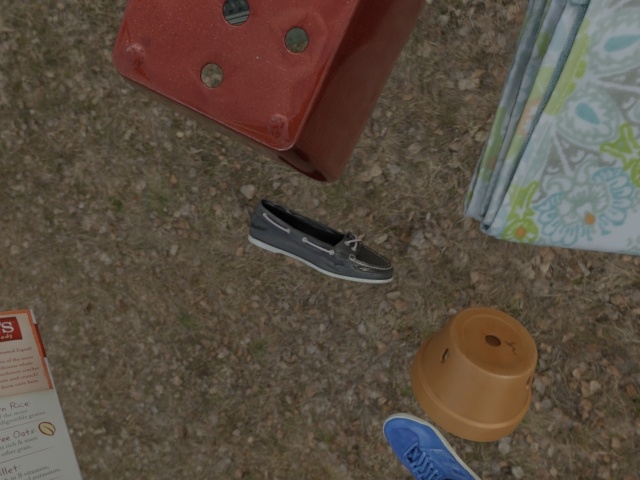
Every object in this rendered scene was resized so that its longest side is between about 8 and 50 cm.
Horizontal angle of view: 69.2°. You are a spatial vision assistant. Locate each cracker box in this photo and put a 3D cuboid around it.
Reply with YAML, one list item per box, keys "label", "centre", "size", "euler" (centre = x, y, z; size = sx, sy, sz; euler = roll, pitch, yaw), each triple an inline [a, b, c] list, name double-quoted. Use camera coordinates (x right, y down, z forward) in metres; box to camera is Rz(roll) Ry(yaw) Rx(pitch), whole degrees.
- label: "cracker box"
  centre: [-0.197, 0.180, 0.275]
  size: [0.155, 0.067, 0.232]
  euler: [-51, 60, 29]

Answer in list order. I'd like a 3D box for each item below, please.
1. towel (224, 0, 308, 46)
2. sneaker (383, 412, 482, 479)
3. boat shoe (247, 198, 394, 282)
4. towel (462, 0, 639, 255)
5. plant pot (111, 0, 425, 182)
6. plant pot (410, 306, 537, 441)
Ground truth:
- label: "towel"
  centre: [-0.060, -0.437, 0.678]
  size: [0.324, 0.312, 0.056]
  euler: [-8, 57, 15]
- label: "sneaker"
  centre: [0.131, 0.273, 0.543]
  size: [0.152, 0.085, 0.058]
  euler: [44, 105, 13]
- label: "boat shoe"
  centre: [0.000, 0.000, 0.985]
  size: [0.335, 0.112, 0.095]
  euler: [18, 112, 13]
- label: "towel"
  centre: [0.373, -0.133, 0.499]
  size: [0.375, 0.090, 0.320]
  euler: [6, 124, -4]
- label: "plant pot"
  centre: [-0.057, -0.217, 0.491]
  size: [0.267, 0.235, 0.267]
  euler: [26, 107, 0]
- label: "plant pot"
  centre: [0.382, 0.297, 1.120]
  size: [0.291, 0.291, 0.203]
  euler: [24, 134, 18]
